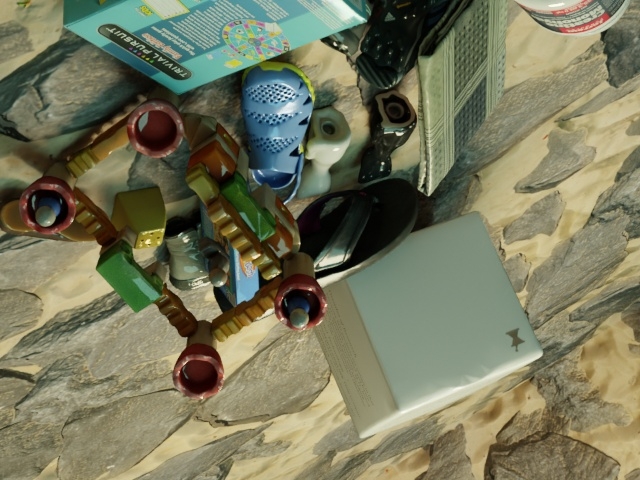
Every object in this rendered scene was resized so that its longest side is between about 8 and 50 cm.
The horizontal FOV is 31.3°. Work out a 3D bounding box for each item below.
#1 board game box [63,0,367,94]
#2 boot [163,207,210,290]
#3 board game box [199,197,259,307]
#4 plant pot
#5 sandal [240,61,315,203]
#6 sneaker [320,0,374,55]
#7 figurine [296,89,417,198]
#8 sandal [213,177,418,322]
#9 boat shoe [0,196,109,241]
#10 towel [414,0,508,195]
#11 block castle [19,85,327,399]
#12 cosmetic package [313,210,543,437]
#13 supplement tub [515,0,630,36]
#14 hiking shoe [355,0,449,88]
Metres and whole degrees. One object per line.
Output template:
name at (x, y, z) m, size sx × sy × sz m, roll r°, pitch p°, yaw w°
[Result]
board game box at (-0.144, -0.332, 1.584) m, size 0.336 × 0.079 × 0.254 m, roll -16°, pitch 156°, yaw 28°
boot at (-0.180, -0.002, 2.165) m, size 0.246 × 0.083 × 0.161 m, roll -19°, pitch 140°, yaw -21°
board game box at (-0.163, -0.002, 2.031) m, size 0.047 × 0.160 × 0.210 m, roll -16°, pitch 126°, yaw -21°
plant pot at (-0.312, -0.032, 2.003) m, size 0.081 × 0.083 × 0.081 m, roll -10°, pitch 144°, yaw -27°
sandal at (-0.075, -0.168, 1.919) m, size 0.126 × 0.138 × 0.317 m, roll 3°, pitch 144°, yaw 4°
sneaker at (-0.003, -0.390, 1.744) m, size 0.106 × 0.101 × 0.267 m, roll -55°, pitch 145°, yaw -2°
figurine at (0.057, -0.160, 2.118) m, size 0.215 × 0.092 × 0.209 m, roll -16°, pitch 151°, yaw -19°
sandal at (0.000, 0.002, 2.141) m, size 0.445 × 0.167 × 0.107 m, roll -32°, pitch 137°, yaw -16°
boat shoe at (-0.454, -0.037, 1.906) m, size 0.207 × 0.073 × 0.073 m, roll 10°, pitch 169°, yaw -42°
towel at (0.232, -0.282, 1.917) m, size 0.312 × 0.056 × 0.324 m, roll -52°, pitch 152°, yaw -33°
block castle at (-0.219, 0.009, 1.814) m, size 0.303 × 0.213 × 0.453 m, roll -34°, pitch 111°, yaw 12°
cosmetic package at (0.201, 0.187, 2.403) m, size 0.329 × 0.327 × 0.394 m, roll -19°, pitch 168°, yaw -16°
supplement tub at (0.396, -0.438, 1.835) m, size 0.191 × 0.191 × 0.272 m, roll -39°, pitch 162°, yaw 17°
hiking shoe at (0.158, -0.394, 1.863) m, size 0.304 × 0.113 × 0.132 m, roll -58°, pitch 169°, yaw 30°
